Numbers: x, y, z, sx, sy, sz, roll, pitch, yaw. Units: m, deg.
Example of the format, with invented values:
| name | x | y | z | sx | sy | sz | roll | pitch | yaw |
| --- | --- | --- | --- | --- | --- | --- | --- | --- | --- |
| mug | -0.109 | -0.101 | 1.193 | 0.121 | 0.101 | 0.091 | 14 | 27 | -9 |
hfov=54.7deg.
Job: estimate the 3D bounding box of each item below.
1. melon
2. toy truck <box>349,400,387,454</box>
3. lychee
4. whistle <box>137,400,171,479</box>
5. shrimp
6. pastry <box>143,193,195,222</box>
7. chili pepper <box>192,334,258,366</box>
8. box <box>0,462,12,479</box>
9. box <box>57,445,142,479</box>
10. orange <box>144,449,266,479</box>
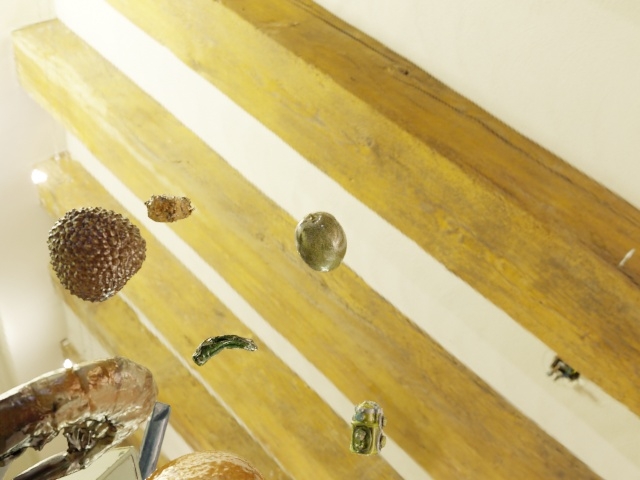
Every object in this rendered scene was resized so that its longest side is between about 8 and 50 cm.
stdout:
| name | x | y | z | sx | sy | sz | roll | pitch | yaw |
| --- | --- | --- | --- | --- | --- | --- | --- | --- | --- |
| melon | 0.000 | 0.000 | 1.635 | 0.139 | 0.139 | 0.192 | 20 | -39 | 39 |
| toy truck | 0.093 | 0.394 | 1.300 | 0.076 | 0.077 | 0.111 | -3 | -101 | 29 |
| lychee | -0.619 | 0.029 | 1.694 | 0.267 | 0.267 | 0.268 | 28 | -46 | 33 |
| whistle | -0.475 | 0.601 | 1.706 | 0.062 | 0.305 | 0.062 | 10 | -19 | 4 |
| shrimp | -0.384 | 0.276 | 0.811 | 0.071 | 0.364 | 0.233 | 45 | -32 | 34 |
| pastry | -0.292 | -0.061 | 1.186 | 0.079 | 0.140 | 0.056 | -1 | -89 | 5 |
| chili pepper | -0.258 | 0.288 | 1.671 | 0.050 | 0.182 | 0.073 | -145 | -132 | -67 |
| box | -0.551 | 0.404 | 0.967 | 0.067 | 0.155 | 0.243 | 29 | -42 | -17 |
| box | -0.399 | 0.508 | 1.050 | 0.117 | 0.225 | 0.225 | -10 | -85 | 14 |
| orange | -0.126 | 0.332 | 0.640 | 0.224 | 0.169 | 0.224 | 179 | -90 | -86 |
